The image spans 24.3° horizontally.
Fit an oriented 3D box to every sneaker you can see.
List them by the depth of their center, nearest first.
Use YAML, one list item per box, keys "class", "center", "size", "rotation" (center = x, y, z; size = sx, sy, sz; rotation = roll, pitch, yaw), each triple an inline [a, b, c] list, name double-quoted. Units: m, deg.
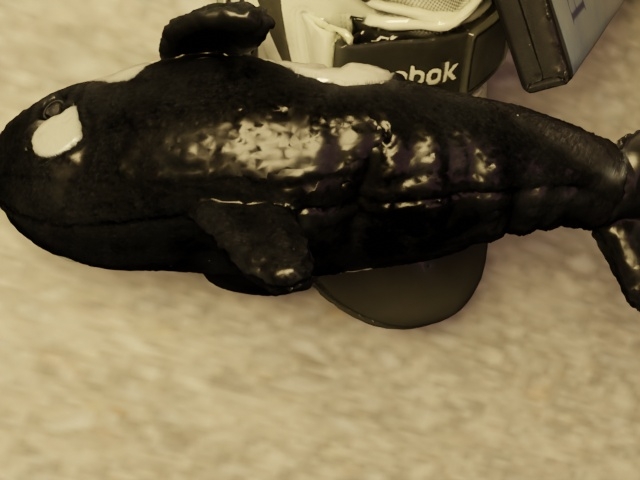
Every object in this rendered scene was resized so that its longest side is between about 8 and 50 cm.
- class: "sneaker"
  center: [0.023, -0.103, 0.644]
  size: [0.122, 0.146, 0.330]
  rotation: [-23, 109, -21]

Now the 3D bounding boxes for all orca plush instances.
- class: "orca plush"
  center: [0.000, 0.000, 0.603]
  size: [0.287, 0.102, 0.151]
  rotation: [14, 132, -3]

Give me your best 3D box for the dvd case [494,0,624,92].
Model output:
- class: "dvd case"
  center: [0.096, -0.183, 0.633]
  size: [0.253, 0.022, 0.180]
  rotation: [-48, 122, -59]
